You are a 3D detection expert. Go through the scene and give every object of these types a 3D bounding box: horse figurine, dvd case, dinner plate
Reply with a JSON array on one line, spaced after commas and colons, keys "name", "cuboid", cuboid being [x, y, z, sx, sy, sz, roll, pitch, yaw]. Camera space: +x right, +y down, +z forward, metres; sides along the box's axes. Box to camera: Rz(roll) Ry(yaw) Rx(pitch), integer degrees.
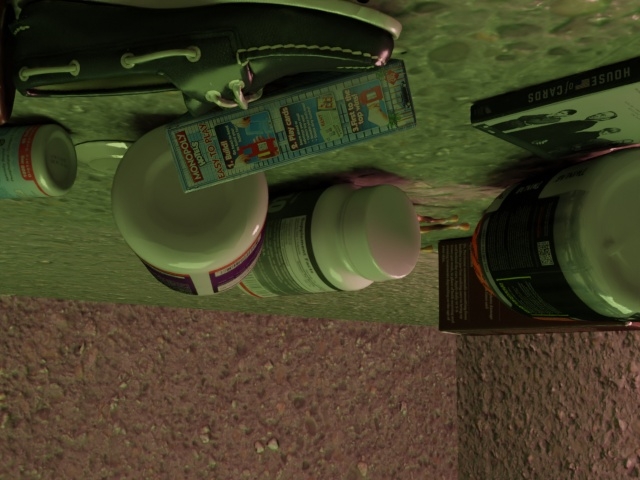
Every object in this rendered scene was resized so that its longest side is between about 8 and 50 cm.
[{"name": "horse figurine", "cuboid": [0.133, -0.020, 1.385, 0.174, 0.066, 0.263, 2, 169, -12]}, {"name": "dvd case", "cuboid": [0.308, -0.136, 0.866, 0.238, 0.030, 0.179, -10, 165, 42]}, {"name": "dinner plate", "cuboid": [-0.266, -0.107, 1.101, 0.141, 0.017, 0.141, 2, 170, 0]}]

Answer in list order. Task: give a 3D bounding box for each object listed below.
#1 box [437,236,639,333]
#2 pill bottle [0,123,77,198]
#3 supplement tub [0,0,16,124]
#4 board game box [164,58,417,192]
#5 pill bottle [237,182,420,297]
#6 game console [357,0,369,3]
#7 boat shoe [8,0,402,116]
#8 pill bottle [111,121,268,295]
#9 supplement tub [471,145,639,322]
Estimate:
[{"name": "box", "cuboid": [0.420, 0.081, 1.570, 0.381, 0.191, 0.143, -7, 167, 40]}, {"name": "pill bottle", "cuboid": [-0.385, -0.093, 0.988, 0.160, 0.087, 0.087, -2, 169, 13]}, {"name": "supplement tub", "cuboid": [-0.347, -0.150, 0.643, 0.197, 0.106, 0.106, 3, 169, -13]}, {"name": "board game box", "cuboid": [-0.048, -0.107, 0.716, 0.194, 0.060, 0.194, -21, -160, -17]}, {"name": "pill bottle", "cuboid": [0.000, 0.000, 1.243, 0.283, 0.161, 0.161, -8, 166, 41]}, {"name": "game console", "cuboid": [0.016, -0.219, 0.501, 0.124, 0.085, 0.144, 30, 177, 18]}, {"name": "boat shoe", "cuboid": [-0.091, -0.139, 0.618, 0.302, 0.091, 0.114, 7, -179, 17]}, {"name": "pill bottle", "cuboid": [-0.162, -0.026, 1.072, 0.181, 0.182, 0.323, 2, 169, -5]}, {"name": "supplement tub", "cuboid": [0.341, 0.004, 1.081, 0.207, 0.207, 0.338, 3, 175, -14]}]
